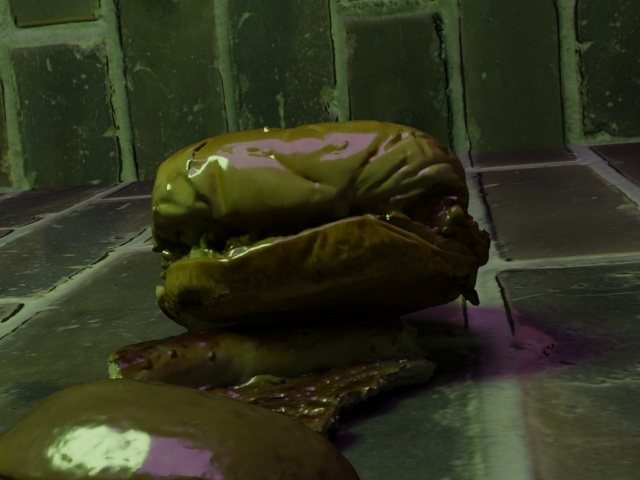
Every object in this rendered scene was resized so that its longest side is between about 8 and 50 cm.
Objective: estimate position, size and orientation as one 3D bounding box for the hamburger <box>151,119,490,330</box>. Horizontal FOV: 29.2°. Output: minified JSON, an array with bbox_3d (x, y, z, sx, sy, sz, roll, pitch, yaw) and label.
[{"bbox_3d":[0.000,0.000,1.052,0.319,0.158,0.318,-4,-12,-1],"label":"hamburger"}]

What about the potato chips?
[{"bbox_3d":[-0.070,0.111,0.667,0.195,0.061,0.208,15,-9,-42],"label":"potato chips"}]

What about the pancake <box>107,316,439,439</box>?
[{"bbox_3d":[-0.027,0.102,0.880,0.266,0.057,0.244,-6,10,-8],"label":"pancake"}]

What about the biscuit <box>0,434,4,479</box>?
[{"bbox_3d":[-0.379,0.172,0.644,0.350,0.078,0.455,-4,8,31],"label":"biscuit"}]
